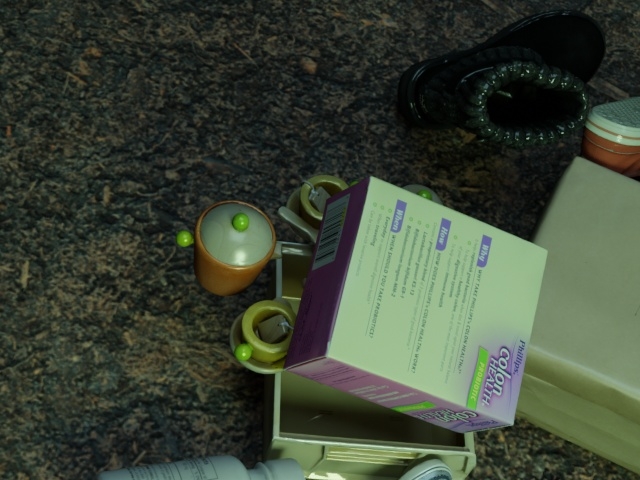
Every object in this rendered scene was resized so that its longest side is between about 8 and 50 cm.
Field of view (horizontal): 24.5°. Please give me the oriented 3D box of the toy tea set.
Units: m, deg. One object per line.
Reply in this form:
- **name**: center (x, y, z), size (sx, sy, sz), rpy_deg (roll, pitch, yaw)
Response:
- **toy tea set**: center (0.000, 0.000, 1.739), size (0.336, 0.124, 0.200), rpy_deg (-32, 71, -29)

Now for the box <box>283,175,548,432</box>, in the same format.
- **box**: center (0.110, 0.077, 1.663), size (0.243, 0.117, 0.214), rpy_deg (21, 70, -20)

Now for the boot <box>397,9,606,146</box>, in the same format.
- **boot**: center (0.301, -0.221, 2.013), size (0.348, 0.260, 0.131), rpy_deg (-24, 105, -20)

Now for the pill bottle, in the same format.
- **pill bottle**: center (-0.133, 0.310, 1.657), size (0.229, 0.131, 0.131), rpy_deg (-5, 61, -17)

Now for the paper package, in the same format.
- **paper package**: center (0.389, 0.102, 1.885), size (0.309, 0.168, 0.325), rpy_deg (25, 57, 8)

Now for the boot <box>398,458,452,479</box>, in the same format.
- **boot**: center (0.098, 0.343, 1.689), size (0.190, 0.069, 0.086), rpy_deg (-48, 35, -3)

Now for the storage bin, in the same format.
- **storage bin**: center (0.060, 0.156, 1.807), size (0.260, 0.123, 0.262), rpy_deg (6, 58, -11)

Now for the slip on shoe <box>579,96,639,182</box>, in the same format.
- **slip on shoe**: center (0.459, -0.136, 2.067), size (0.123, 0.101, 0.331), rpy_deg (30, 24, 30)
